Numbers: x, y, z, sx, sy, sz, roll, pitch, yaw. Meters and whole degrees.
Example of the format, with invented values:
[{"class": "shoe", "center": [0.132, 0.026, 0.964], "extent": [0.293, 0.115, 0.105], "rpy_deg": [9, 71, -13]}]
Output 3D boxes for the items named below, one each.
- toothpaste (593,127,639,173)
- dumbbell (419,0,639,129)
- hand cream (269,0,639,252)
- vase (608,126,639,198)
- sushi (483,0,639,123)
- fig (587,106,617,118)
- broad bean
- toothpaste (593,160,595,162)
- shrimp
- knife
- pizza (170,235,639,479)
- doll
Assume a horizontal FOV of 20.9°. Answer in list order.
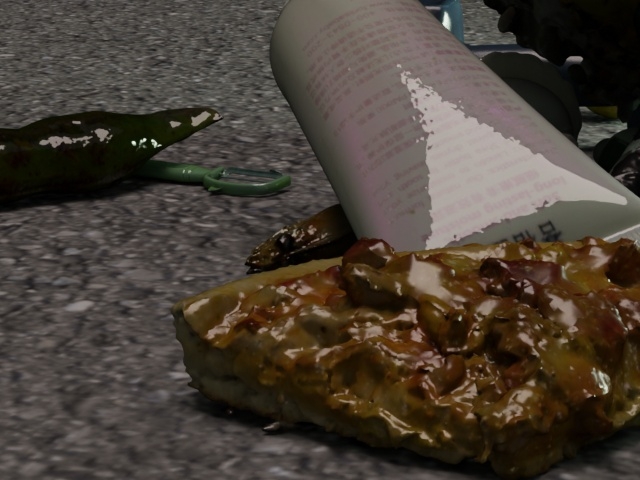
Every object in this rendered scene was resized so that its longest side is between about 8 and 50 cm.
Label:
[{"class": "toothpaste", "center": [0.287, -0.024, 1.256], "extent": [0.099, 0.061, 0.392], "rpy_deg": [-4, 16, -16]}, {"class": "dumbbell", "center": [0.205, -0.155, 1.615], "extent": [0.316, 0.156, 0.143], "rpy_deg": [4, 45, 14]}, {"class": "hand cream", "center": [0.074, -0.063, 1.173], "extent": [0.185, 0.118, 0.358], "rpy_deg": [-21, 39, -9]}, {"class": "vase", "center": [0.211, -0.033, 1.194], "extent": [0.059, 0.059, 0.167], "rpy_deg": [11, 38, 36]}, {"class": "sushi", "center": [0.294, -0.174, 1.321], "extent": [0.176, 0.417, 0.417], "rpy_deg": [-46, 25, -6]}, {"class": "fig", "center": [0.308, -0.177, 1.805], "extent": [0.093, 0.093, 0.166], "rpy_deg": [3, 13, 10]}, {"class": "broad bean", "center": [-0.230, -0.067, 1.422], "extent": [0.339, 0.061, 0.077], "rpy_deg": [-10, 31, -32]}, {"class": "toothpaste", "center": [0.341, -0.074, 1.511], "extent": [0.205, 0.036, 0.056], "rpy_deg": [-8, 15, -13]}, {"class": "shrimp", "center": [0.000, 0.000, 1.217], "extent": [0.101, 0.042, 0.190], "rpy_deg": [-16, 5, 31]}, {"class": "knife", "center": [-0.129, -0.056, 1.480], "extent": [0.212, 0.015, 0.054], "rpy_deg": [9, 24, 29]}, {"class": "pizza", "center": [0.090, 0.051, 0.917], "extent": [0.336, 0.086, 0.226], "rpy_deg": [0, 16, -7]}, {"class": "doll", "center": [0.138, -0.073, 1.368], "extent": [0.138, 0.119, 0.293], "rpy_deg": [-15, 15, 17]}]
